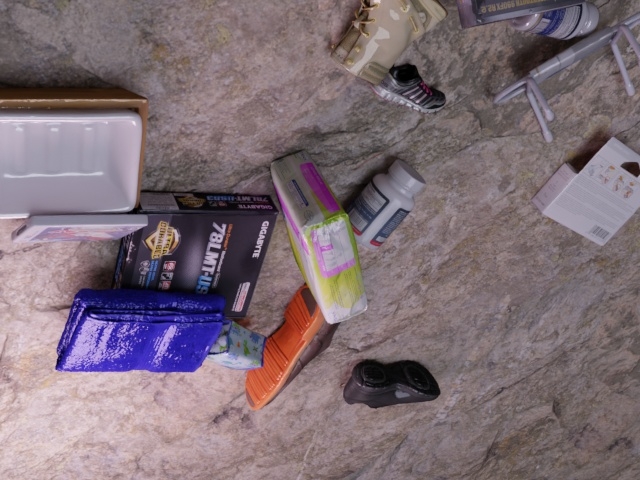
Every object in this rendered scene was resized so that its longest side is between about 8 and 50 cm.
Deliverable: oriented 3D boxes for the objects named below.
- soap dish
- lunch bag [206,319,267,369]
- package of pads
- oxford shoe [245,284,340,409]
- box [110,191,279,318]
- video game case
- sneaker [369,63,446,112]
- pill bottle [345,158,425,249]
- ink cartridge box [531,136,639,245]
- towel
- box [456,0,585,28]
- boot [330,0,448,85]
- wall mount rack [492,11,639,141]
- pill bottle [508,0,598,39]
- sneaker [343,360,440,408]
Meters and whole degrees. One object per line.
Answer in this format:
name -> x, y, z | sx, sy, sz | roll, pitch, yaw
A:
soap dish -> -0.449, -0.153, 1.433 | 0.291, 0.118, 0.228 | -4, 130, -23
lunch bag -> -0.218, 0.238, 1.902 | 0.151, 0.096, 0.129 | -15, 148, 36
package of pads -> 0.000, 0.000, 1.710 | 0.101, 0.229, 0.296 | -22, 135, -7
oxford shoe -> -0.053, 0.266, 1.993 | 0.133, 0.130, 0.363 | 13, 122, -41
box -> -0.261, 0.038, 1.728 | 0.294, 0.073, 0.295 | 2, 128, -27
video game case -> -0.437, -0.021, 1.529 | 0.201, 0.023, 0.183 | -2, 173, -31
sneaker -> 0.184, -0.302, 1.652 | 0.171, 0.063, 0.074 | 11, 129, -27
pill bottle -> 0.136, -0.079, 1.793 | 0.108, 0.108, 0.180 | 24, 115, -39
ink cartridge box -> 0.681, -0.126, 2.056 | 0.275, 0.060, 0.239 | 22, 115, -38
towel -> -0.362, 0.197, 1.720 | 0.308, 0.076, 0.227 | 6, 129, -30
box -> 0.349, -0.491, 1.512 | 0.231, 0.056, 0.183 | -15, 100, -14
boot -> 0.080, -0.403, 1.497 | 0.203, 0.095, 0.262 | -46, 137, 17
wall mount rack -> 0.541, -0.326, 1.756 | 0.350, 0.130, 0.304 | -29, 174, 13
pill bottle -> 0.454, -0.442, 1.642 | 0.170, 0.094, 0.094 | 3, 127, -29
sneaker -> 0.186, 0.392, 2.250 | 0.286, 0.109, 0.130 | 11, 132, -25
